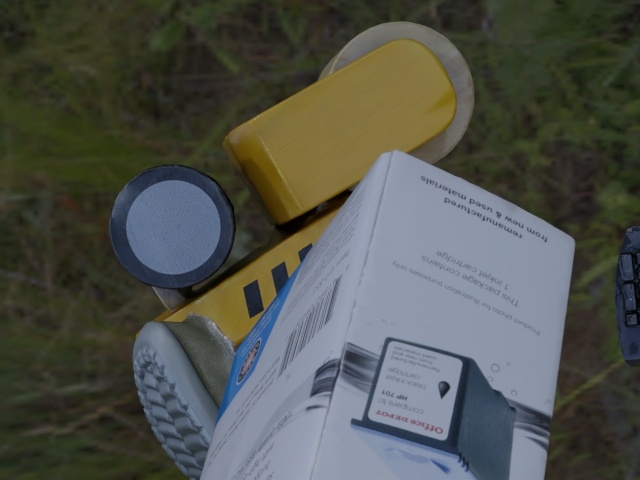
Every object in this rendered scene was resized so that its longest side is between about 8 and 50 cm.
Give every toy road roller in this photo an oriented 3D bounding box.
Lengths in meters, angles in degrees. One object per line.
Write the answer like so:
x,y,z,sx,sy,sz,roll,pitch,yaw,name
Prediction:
0.000,0.000,1.315,0.240,0.329,0.202,57,177,-4,toy road roller

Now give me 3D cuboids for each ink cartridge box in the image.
0.009,0.088,0.547,0.139,0.082,0.190,-53,18,47,ink cartridge box

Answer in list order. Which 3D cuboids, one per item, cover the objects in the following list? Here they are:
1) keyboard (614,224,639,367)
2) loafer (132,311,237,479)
0.404,0.071,1.347,0.317,0.033,0.201,-7,87,19,keyboard
-0.002,0.127,0.884,0.251,0.087,0.094,51,159,-14,loafer
